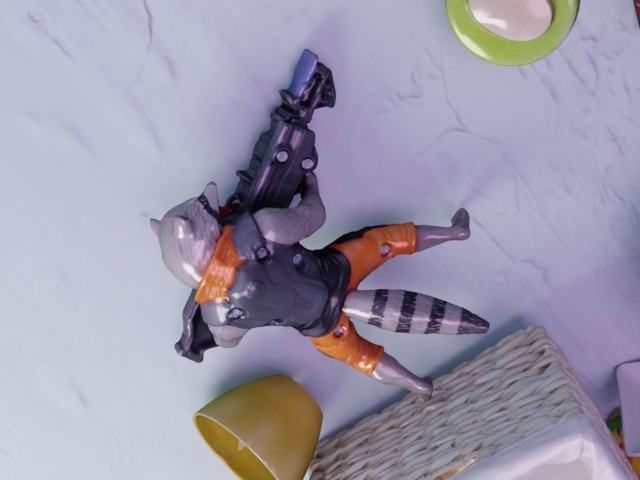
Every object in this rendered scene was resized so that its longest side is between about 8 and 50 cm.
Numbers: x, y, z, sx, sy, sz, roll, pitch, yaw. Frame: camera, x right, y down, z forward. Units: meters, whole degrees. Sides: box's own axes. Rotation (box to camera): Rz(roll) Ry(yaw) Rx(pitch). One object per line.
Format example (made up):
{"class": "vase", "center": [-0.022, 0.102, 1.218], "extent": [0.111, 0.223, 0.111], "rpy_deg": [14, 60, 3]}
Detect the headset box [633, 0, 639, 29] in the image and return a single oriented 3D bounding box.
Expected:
{"class": "headset box", "center": [0.405, -0.335, 1.400], "extent": [0.218, 0.110, 0.293], "rpy_deg": [-21, 111, -3]}

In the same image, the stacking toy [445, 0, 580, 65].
{"class": "stacking toy", "center": [0.182, -0.296, 1.295], "extent": [0.309, 0.130, 0.279], "rpy_deg": [-29, 106, 23]}

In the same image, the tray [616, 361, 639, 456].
{"class": "tray", "center": [0.460, 0.179, 1.539], "extent": [0.270, 0.145, 0.030], "rpy_deg": [-6, 128, 11]}

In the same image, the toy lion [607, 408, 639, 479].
{"class": "toy lion", "center": [0.336, 0.248, 1.636], "extent": [0.100, 0.034, 0.096], "rpy_deg": [-26, 119, -1]}

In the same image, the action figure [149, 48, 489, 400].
{"class": "action figure", "center": [0.000, 0.000, 1.407], "extent": [0.330, 0.178, 0.341], "rpy_deg": [10, 106, -21]}

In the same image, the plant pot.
{"class": "plant pot", "center": [-0.053, 0.196, 1.498], "extent": [0.095, 0.134, 0.134], "rpy_deg": [-46, 113, -21]}

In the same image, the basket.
{"class": "basket", "center": [0.185, 0.320, 1.484], "extent": [0.328, 0.266, 0.331], "rpy_deg": [-30, 112, 10]}
